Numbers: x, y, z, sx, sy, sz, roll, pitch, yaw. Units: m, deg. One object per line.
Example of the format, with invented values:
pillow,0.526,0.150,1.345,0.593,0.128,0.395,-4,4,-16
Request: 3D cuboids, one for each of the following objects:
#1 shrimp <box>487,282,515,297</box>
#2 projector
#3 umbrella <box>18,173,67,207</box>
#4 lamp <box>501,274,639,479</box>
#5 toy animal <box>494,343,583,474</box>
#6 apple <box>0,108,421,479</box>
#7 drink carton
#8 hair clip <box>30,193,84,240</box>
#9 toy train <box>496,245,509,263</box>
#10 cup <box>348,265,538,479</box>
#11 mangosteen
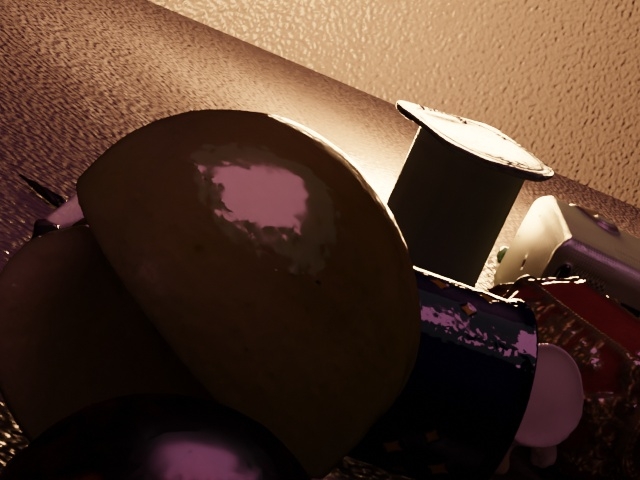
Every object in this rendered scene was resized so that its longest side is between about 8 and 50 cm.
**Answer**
shrimp,0.224,0.103,2.010,0.187,0.132,0.051,20,13,18
projector,0.330,0.059,2.332,0.177,0.163,0.242,26,15,-10
umbrella,-0.261,-0.038,1.862,0.122,0.013,0.022,33,-1,21
lamp,0.266,0.143,1.839,0.177,0.177,0.274,18,15,-34
toy animal,0.142,0.156,1.771,0.103,0.131,0.220,-24,14,-33
apple,-0.072,0.056,1.249,0.254,0.292,0.292,48,14,3
drink carton,0.167,-0.053,2.384,0.185,0.190,0.191,17,16,-39
hair clip,-0.185,-0.011,1.728,0.101,0.085,0.331,15,17,3
toy train,0.325,0.059,2.534,0.178,0.071,0.105,23,20,-8
cup,0.012,0.114,1.585,0.256,0.255,0.178,20,51,-16
mangosteen,-0.089,0.178,0.953,0.209,0.210,0.210,25,12,-6
